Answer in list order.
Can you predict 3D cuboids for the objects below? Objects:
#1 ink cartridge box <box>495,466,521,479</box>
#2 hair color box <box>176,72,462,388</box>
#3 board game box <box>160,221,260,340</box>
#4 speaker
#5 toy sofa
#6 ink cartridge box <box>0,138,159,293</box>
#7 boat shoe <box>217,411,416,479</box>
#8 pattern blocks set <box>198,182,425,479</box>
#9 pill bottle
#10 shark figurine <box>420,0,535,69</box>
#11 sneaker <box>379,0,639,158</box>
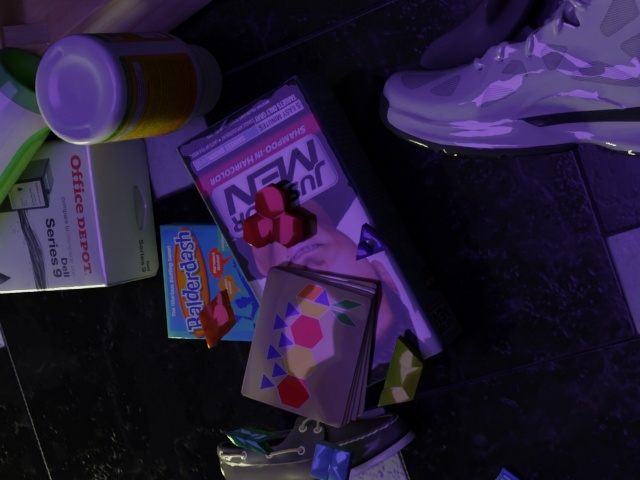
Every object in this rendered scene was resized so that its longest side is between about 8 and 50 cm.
[{"bbox_3d":[0.216,0.459,1.753,0.186,0.065,0.311,38,113,20],"label":"ink cartridge box"},{"bbox_3d":[0.000,0.000,1.735,0.185,0.113,0.374,-29,89,20],"label":"hair color box"},{"bbox_3d":[-0.115,0.054,1.885,0.210,0.047,0.160,-1,97,31],"label":"board game box"},{"bbox_3d":[-0.458,-0.113,1.875,0.131,0.131,0.296,46,114,16],"label":"speaker"},{"bbox_3d":[-0.268,-0.361,1.867,0.362,0.177,0.150,-32,57,31],"label":"toy sofa"},{"bbox_3d":[-0.388,-0.038,1.987,0.289,0.121,0.211,-5,95,31],"label":"ink cartridge box"},{"bbox_3d":[-0.014,0.273,1.827,0.305,0.109,0.091,-23,91,35],"label":"boat shoe"},{"bbox_3d":[-0.011,0.122,1.682,0.285,0.026,0.324,25,106,14],"label":"pattern blocks set"},{"bbox_3d":[-0.237,-0.200,1.799,0.136,0.246,0.136,6,101,30],"label":"pill bottle"},{"bbox_3d":[0.208,-0.308,1.600,0.166,0.116,0.278,22,110,24],"label":"shark figurine"},{"bbox_3d":[0.268,-0.230,1.515,0.448,0.169,0.257,4,113,26],"label":"sneaker"}]
